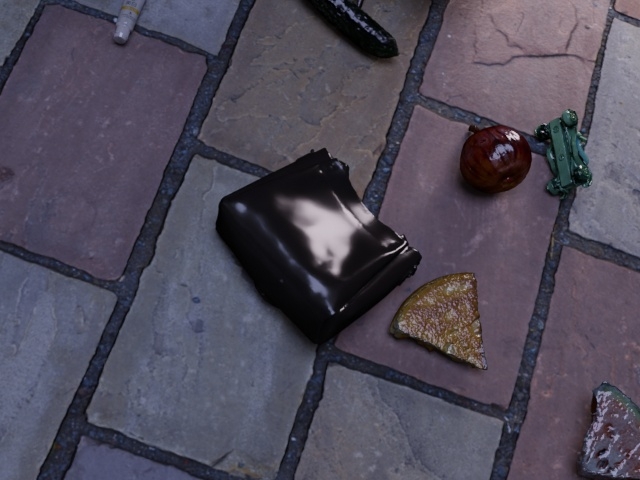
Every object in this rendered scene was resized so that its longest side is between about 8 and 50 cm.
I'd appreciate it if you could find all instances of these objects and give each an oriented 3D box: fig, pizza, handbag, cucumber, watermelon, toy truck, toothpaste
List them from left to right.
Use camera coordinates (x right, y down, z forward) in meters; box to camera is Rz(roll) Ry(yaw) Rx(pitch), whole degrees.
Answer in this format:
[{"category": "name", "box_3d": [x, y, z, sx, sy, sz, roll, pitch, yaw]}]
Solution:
[{"category": "toothpaste", "box_3d": [-0.328, -0.429, 1.843, 0.048, 0.031, 0.190, 15, 64, -3]}, {"category": "handbag", "box_3d": [0.000, 0.000, 1.699, 0.257, 0.113, 0.285, -33, 72, -28]}, {"category": "cucumber", "box_3d": [0.044, -0.412, 1.894, 0.245, 0.067, 0.067, 46, 66, -1]}, {"category": "pizza", "box_3d": [0.225, 0.139, 1.734, 0.176, 0.036, 0.184, 44, 65, 5]}, {"category": "fig", "box_3d": [0.310, -0.152, 1.826, 0.128, 0.128, 0.150, 20, 55, -4]}, {"category": "toy truck", "box_3d": [0.452, -0.154, 1.887, 0.078, 0.080, 0.154, 8, 64, -38]}, {"category": "watermelon", "box_3d": [0.466, 0.332, 1.697, 0.139, 0.071, 0.187, -27, 85, -14]}]

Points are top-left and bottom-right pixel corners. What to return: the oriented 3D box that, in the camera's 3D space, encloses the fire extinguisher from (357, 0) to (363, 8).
[{"category": "fire extinguisher", "box_3d": [0.022, -0.537, 1.952, 0.252, 0.106, 0.075, 54, 30, 10]}]
